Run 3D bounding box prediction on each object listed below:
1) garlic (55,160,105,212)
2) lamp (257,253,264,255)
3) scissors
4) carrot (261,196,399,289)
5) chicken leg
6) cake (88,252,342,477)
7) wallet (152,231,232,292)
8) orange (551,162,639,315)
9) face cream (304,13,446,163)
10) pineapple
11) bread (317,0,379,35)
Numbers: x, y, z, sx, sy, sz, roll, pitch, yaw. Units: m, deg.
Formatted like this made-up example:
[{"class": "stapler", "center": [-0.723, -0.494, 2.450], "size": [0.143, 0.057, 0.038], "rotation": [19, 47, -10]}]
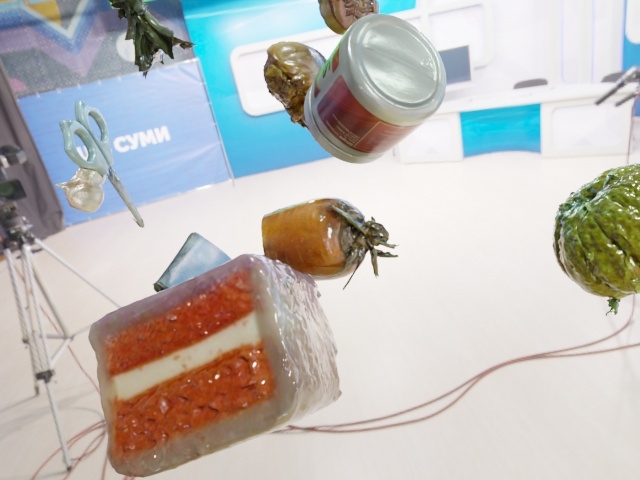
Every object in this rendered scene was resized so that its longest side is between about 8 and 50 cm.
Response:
[{"class": "garlic", "center": [-0.729, -0.169, 1.381], "size": [0.124, 0.174, 0.099], "rotation": [8, -18, -6]}, {"class": "lamp", "center": [-0.181, 0.084, 1.565], "size": [0.041, 0.121, 0.054], "rotation": [-34, 34, -8]}, {"class": "scissors", "center": [-0.525, -0.163, 1.115], "size": [0.030, 0.360, 0.191], "rotation": [-9, 43, 3]}, {"class": "carrot", "center": [0.000, 0.000, 1.024], "size": [0.331, 0.193, 0.214], "rotation": [-10, 16, 28]}, {"class": "chicken leg", "center": [-0.001, -0.416, 1.347], "size": [0.182, 0.295, 0.409], "rotation": [-27, -16, 28]}, {"class": "cake", "center": [-0.140, 0.177, 0.661], "size": [0.309, 0.237, 0.230], "rotation": [-25, -19, 15]}, {"class": "wallet", "center": [-0.405, 0.105, 1.474], "size": [0.046, 0.191, 0.379], "rotation": [-41, 18, 19]}, {"class": "orange", "center": [0.600, -0.031, 0.875], "size": [0.300, 0.223, 0.301], "rotation": [-51, 2, -41]}, {"class": "face cream", "center": [0.093, -0.264, 0.803], "size": [0.201, 0.201, 0.187], "rotation": [-24, -4, -28]}, {"class": "pineapple", "center": [-0.313, -0.404, 0.701], "size": [0.119, 0.277, 0.130], "rotation": [-38, 19, -27]}, {"class": "bread", "center": [0.061, -0.561, 1.076], "size": [0.086, 0.156, 0.125], "rotation": [10, 70, 55]}]
